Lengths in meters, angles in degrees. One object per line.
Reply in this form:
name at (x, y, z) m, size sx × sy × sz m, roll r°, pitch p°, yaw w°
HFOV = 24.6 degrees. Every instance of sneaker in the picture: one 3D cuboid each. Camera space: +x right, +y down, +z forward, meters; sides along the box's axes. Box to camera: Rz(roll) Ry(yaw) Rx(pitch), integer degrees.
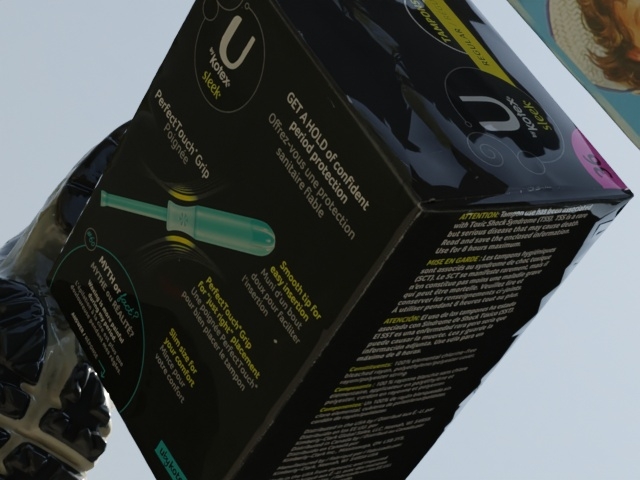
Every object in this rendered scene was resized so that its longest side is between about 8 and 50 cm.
sneaker at (-0.136, 0.064, 0.610) m, size 0.110 × 0.283 × 0.122 m, roll 49°, pitch -42°, yaw -1°

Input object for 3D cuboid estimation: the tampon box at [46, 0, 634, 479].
tampon box at (0.000, 0.000, 0.502) m, size 0.120 × 0.101 × 0.161 m, roll 56°, pitch -50°, yaw 29°

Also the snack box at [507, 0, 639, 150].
snack box at (0.226, -0.100, 0.348) m, size 0.322 × 0.060 × 0.187 m, roll -42°, pitch -89°, yaw 21°
